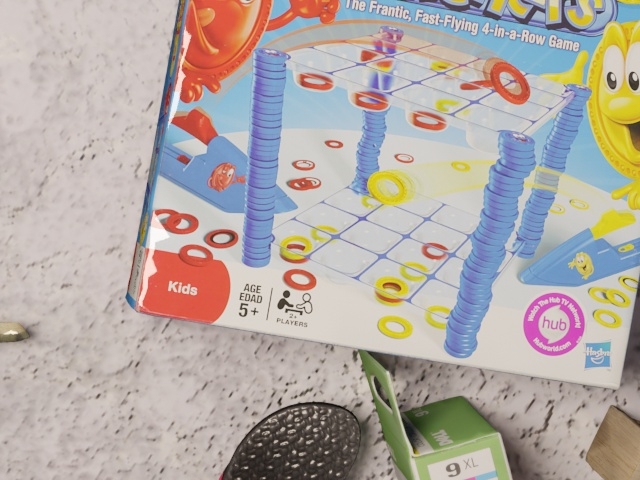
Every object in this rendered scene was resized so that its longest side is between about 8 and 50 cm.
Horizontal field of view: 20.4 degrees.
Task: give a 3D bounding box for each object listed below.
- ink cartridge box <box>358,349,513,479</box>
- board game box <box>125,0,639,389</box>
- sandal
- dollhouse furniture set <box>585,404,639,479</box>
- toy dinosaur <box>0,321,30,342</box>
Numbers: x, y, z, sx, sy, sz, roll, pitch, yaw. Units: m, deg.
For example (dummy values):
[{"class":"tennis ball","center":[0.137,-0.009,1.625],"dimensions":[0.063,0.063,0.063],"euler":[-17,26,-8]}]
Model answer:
[{"class":"ink cartridge box","center":[0.087,0.163,1.140],"dimensions":[0.062,0.109,0.209],"euler":[-17,99,-5]},{"class":"board game box","center":[0.057,-0.082,1.102],"dimensions":[0.308,0.086,0.301],"euler":[9,92,-8]},{"class":"sandal","center":[-0.042,0.169,1.165],"dimensions":[0.067,0.040,0.179],"euler":[38,106,-5]},{"class":"dollhouse furniture set","center":[0.254,0.261,1.148],"dimensions":[0.212,0.161,0.242],"euler":[24,94,-10]},{"class":"toy dinosaur","center":[-0.324,0.095,1.106],"dimensions":[0.268,0.064,0.118],"euler":[-38,107,-3]}]
